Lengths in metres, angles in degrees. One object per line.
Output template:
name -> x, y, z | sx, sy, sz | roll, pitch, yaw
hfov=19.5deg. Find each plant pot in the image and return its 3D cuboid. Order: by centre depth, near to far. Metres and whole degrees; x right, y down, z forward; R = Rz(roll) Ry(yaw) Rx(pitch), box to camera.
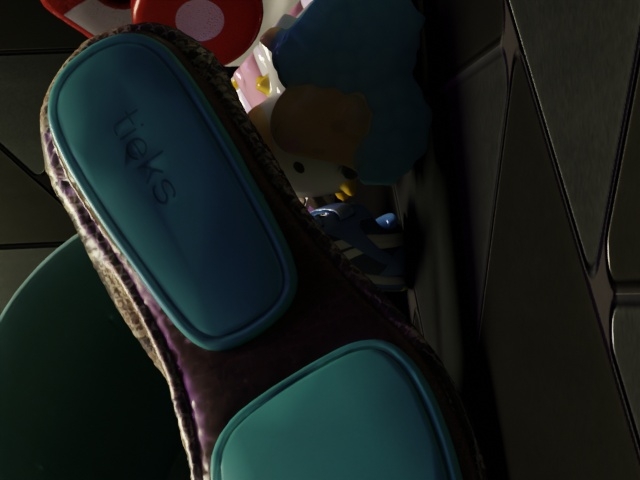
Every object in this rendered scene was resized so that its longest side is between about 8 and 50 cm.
plant pot -> -0.079, 0.147, 1.407 | 0.235, 0.293, 0.293 | 59, -159, -55

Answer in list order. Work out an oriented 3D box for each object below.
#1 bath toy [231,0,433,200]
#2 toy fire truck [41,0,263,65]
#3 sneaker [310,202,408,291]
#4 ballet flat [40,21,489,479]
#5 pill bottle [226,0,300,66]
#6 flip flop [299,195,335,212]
bath toy -> -0.002, -0.090, 1.299 | 0.151, 0.129, 0.348 | -49, 5, -5
toy fire truck -> -0.115, -0.286, 1.366 | 0.302, 0.254, 0.169 | -42, 30, 24
sneaker -> 0.000, 0.000, 1.256 | 0.053, 0.144, 0.059 | 2, 83, 50
ballet flat -> -0.013, 0.083, 1.085 | 0.483, 0.164, 0.182 | 61, -174, 26
pill bottle -> -0.093, -0.308, 1.805 | 0.318, 0.176, 0.176 | -102, 11, -61
flip flop -> -0.025, 0.067, 1.776 | 0.112, 0.080, 0.277 | 35, 124, 33
